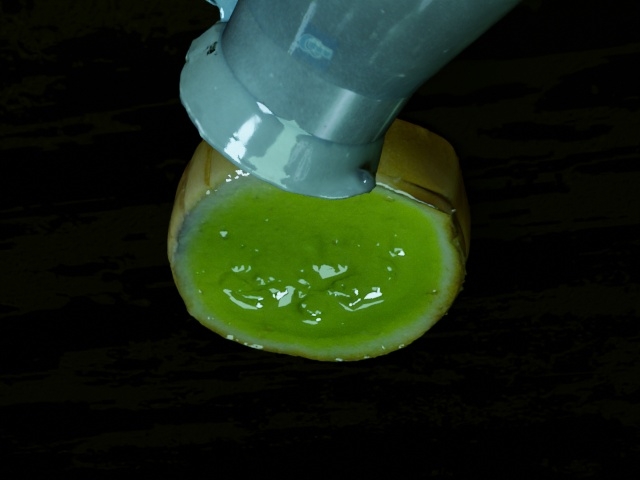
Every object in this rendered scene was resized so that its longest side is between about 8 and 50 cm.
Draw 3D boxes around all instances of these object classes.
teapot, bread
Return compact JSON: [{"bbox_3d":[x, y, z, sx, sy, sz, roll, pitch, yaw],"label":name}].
[{"bbox_3d":[0.017,-0.155,0.576,0.203,0.171,0.225,45,125,14],"label":"teapot"},{"bbox_3d":[0.000,0.000,0.808,0.236,0.070,0.236,3,135,3],"label":"bread"}]
